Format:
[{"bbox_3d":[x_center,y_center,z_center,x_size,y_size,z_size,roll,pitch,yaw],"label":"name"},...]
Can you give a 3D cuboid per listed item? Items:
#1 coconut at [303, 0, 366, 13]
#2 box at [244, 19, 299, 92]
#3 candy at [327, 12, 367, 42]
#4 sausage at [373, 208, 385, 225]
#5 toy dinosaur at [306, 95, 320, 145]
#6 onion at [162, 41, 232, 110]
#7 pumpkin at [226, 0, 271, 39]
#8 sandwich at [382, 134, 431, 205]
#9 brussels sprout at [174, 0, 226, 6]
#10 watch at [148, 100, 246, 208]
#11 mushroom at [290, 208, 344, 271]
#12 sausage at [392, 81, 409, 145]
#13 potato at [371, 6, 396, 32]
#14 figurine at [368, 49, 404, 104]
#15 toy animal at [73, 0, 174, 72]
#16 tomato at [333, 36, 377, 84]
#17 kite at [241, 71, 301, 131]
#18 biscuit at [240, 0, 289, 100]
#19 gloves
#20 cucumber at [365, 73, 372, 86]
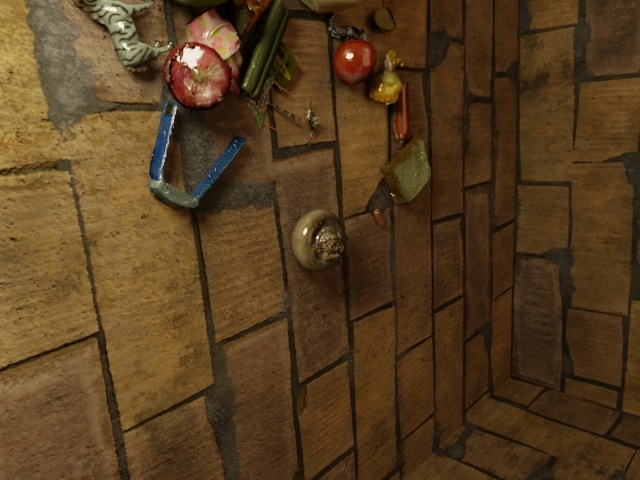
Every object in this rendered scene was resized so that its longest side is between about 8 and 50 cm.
[{"bbox_3d":[0.043,-0.901,1.643,0.352,0.352,0.353,-10,104,-46],"label":"coconut"},{"bbox_3d":[-0.154,-0.594,1.678,0.193,0.030,0.121,47,63,-40],"label":"box"},{"bbox_3d":[0.109,-0.775,1.915,0.226,0.051,0.094,4,88,-46],"label":"candy"},{"bbox_3d":[0.250,-0.098,2.196,0.034,0.034,0.083,-54,130,-26],"label":"sausage"},{"bbox_3d":[-0.027,-0.429,1.839,0.058,0.037,0.180,-28,117,-46],"label":"toy dinosaur"},{"bbox_3d":[-0.331,-0.448,1.402,0.183,0.147,0.184,-4,122,-6],"label":"onion"},{"bbox_3d":[-0.239,-0.694,1.529,0.130,0.149,0.254,37,36,-17],"label":"pumpkin"},{"bbox_3d":[0.383,-0.302,2.268,0.251,0.087,0.226,-48,127,-27],"label":"sandwich"},{"bbox_3d":[-0.336,-0.763,1.300,0.344,0.268,0.344,32,53,-55],"label":"brussels sprout"},{"bbox_3d":[-0.360,-0.222,1.503,0.276,0.068,0.275,19,78,-47],"label":"watch"},{"bbox_3d":[0.000,0.000,1.838,0.226,0.178,0.227,-3,95,-38],"label":"mushroom"},{"bbox_3d":[0.342,-0.535,2.191,0.083,0.083,0.264,-20,112,-44],"label":"sausage"},{"bbox_3d":[0.233,-0.855,2.029,0.103,0.066,0.096,-23,89,-33],"label":"potato"},{"bbox_3d":[0.269,-0.648,2.071,0.156,0.131,0.247,72,30,-68],"label":"figurine"},{"bbox_3d":[-0.484,-0.553,1.293,0.170,0.089,0.255,-53,129,-21],"label":"toy animal"},{"bbox_3d":[0.125,-0.646,1.880,0.167,0.167,0.167,-10,104,-46],"label":"tomato"},{"bbox_3d":[-0.156,-0.446,1.693,0.244,0.006,0.198,15,96,-40],"label":"kite"},{"bbox_3d":[-0.163,-0.590,1.597,0.099,0.038,0.323,43,66,-68],"label":"biscuit"},{"bbox_3d":[-0.287,-0.528,1.484,0.145,0.126,0.241,-52,124,-31],"label":"gloves"},{"bbox_3d":[0.181,-0.687,2.020,0.039,0.039,0.168,-31,117,-40],"label":"cucumber"}]
